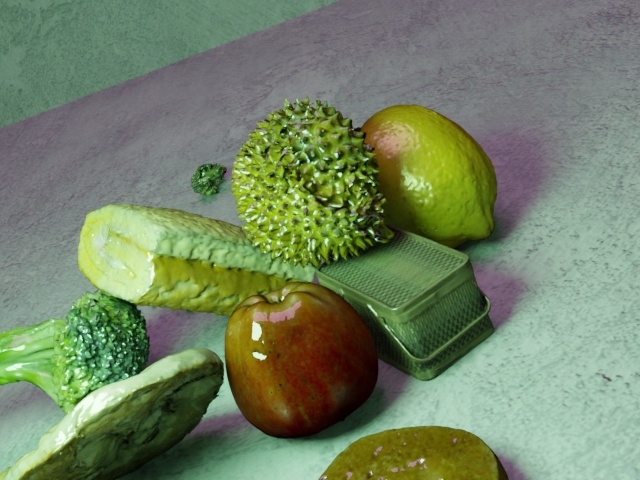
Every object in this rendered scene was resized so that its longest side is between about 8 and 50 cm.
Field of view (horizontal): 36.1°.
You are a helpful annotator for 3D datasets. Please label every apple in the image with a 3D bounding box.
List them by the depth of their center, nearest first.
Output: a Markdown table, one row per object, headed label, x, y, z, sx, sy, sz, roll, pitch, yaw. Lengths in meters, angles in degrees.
| label | x | y | z | sx | sy | sz | roll | pitch | yaw |
| --- | --- | --- | --- | --- | --- | --- | --- | --- | --- |
| apple | -0.029 | 0.174 | 1.436 | 0.234 | 0.234 | 0.234 | -18 | 27 | 9 |

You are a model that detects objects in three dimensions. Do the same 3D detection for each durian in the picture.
| label | x | y | z | sx | sy | sz | roll | pitch | yaw |
| --- | --- | --- | --- | --- | --- | --- | --- | --- | --- |
| durian | -0.016 | -0.086 | 1.586 | 0.258 | 0.258 | 0.293 | -21 | 67 | 3 |

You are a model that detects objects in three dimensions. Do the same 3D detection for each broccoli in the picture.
| label | x | y | z | sx | sy | sz | roll | pitch | yaw |
| --- | --- | --- | --- | --- | --- | --- | --- | --- | --- |
| broccoli | -0.466 | 0.199 | 1.607 | 0.397 | 0.275 | 0.353 | 4 | -29 | -43 |
| broccoli | -0.266 | -0.152 | 2.398 | 0.092 | 0.097 | 0.095 | -18 | 64 | 36 |

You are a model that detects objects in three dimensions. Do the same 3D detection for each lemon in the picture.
| label | x | y | z | sx | sy | sz | roll | pitch | yaw |
| --- | --- | --- | --- | --- | --- | --- | --- | --- | --- |
| lemon | 0.180 | -0.105 | 1.750 | 0.320 | 0.245 | 0.245 | 41 | 60 | 20 |

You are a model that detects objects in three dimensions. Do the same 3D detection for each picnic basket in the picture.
| label | x | y | z | sx | sy | sz | roll | pitch | yaw |
| --- | --- | --- | --- | --- | --- | --- | --- | --- | --- |
| picnic basket | 0.130 | 0.094 | 1.552 | 0.165 | 0.139 | 0.266 | -33 | 28 | -20 |

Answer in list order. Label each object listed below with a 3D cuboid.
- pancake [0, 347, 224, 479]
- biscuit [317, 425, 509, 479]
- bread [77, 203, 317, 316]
| label | x | y | z | sx | sy | sz | roll | pitch | yaw |
| --- | --- | --- | --- | --- | --- | --- | --- | --- | --- |
| pancake | -0.293 | 0.269 | 1.377 | 0.387 | 0.082 | 0.387 | -35 | -15 | -10 |
| biscuit | 0.071 | 0.367 | 1.179 | 0.314 | 0.063 | 0.367 | -12 | 29 | 27 |
| bread | -0.206 | 0.040 | 1.695 | 0.375 | 0.165 | 0.236 | 13 | 2 | -43 |
